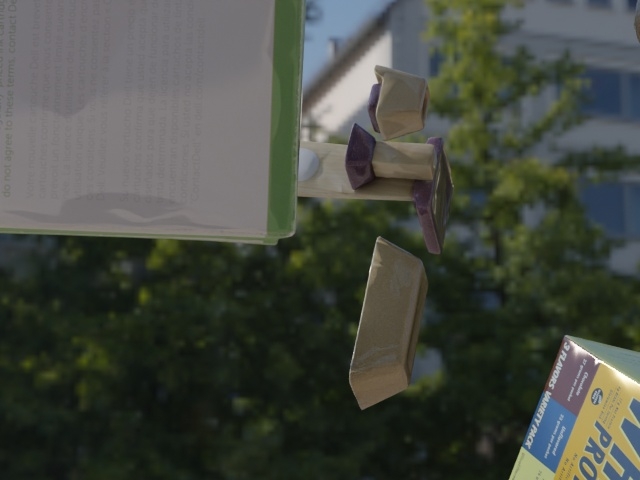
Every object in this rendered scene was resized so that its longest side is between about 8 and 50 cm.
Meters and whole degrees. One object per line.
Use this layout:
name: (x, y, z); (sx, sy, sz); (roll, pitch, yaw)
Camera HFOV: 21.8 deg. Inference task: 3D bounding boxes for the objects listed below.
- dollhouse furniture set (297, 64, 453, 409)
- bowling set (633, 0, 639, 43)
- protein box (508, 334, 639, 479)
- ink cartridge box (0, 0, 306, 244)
dollhouse furniture set: (0.000, 0.000, 0.666); (0.081, 0.114, 0.091); (5, -28, 15)
bowling set: (0.139, -0.101, 0.466); (0.154, 0.200, 0.287); (-8, -21, 5)
protein box: (0.277, 0.180, 1.169); (0.199, 0.136, 0.201); (14, 11, -29)
ink cartridge box: (-0.121, -0.088, 0.560); (0.235, 0.171, 0.056); (2, 1, -3)
